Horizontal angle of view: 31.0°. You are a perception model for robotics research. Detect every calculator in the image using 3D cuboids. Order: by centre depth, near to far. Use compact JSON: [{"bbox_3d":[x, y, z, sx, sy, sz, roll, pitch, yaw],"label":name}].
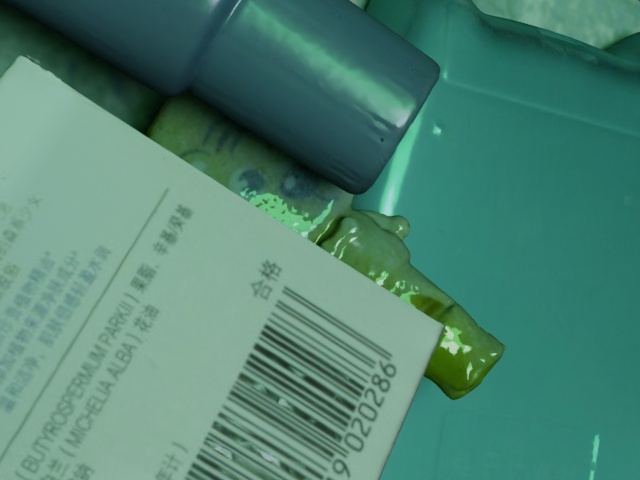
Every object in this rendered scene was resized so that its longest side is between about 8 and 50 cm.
[{"bbox_3d":[0.105,0.048,0.634,0.256,0.054,0.387,11,85,-27],"label":"calculator"}]

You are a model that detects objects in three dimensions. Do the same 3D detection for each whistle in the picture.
[{"bbox_3d":[0.000,0.000,0.547,0.198,0.057,0.104,40,73,2],"label":"whistle"}]

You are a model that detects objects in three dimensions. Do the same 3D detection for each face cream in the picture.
[{"bbox_3d":[-0.125,-0.151,0.485,0.385,0.086,0.136,33,71,-4],"label":"face cream"}]

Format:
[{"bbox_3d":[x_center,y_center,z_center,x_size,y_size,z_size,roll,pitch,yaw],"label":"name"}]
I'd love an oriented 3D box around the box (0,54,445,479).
[{"bbox_3d":[-0.106,0.104,0.429,0.203,0.116,0.274,32,60,-9],"label":"box"}]
